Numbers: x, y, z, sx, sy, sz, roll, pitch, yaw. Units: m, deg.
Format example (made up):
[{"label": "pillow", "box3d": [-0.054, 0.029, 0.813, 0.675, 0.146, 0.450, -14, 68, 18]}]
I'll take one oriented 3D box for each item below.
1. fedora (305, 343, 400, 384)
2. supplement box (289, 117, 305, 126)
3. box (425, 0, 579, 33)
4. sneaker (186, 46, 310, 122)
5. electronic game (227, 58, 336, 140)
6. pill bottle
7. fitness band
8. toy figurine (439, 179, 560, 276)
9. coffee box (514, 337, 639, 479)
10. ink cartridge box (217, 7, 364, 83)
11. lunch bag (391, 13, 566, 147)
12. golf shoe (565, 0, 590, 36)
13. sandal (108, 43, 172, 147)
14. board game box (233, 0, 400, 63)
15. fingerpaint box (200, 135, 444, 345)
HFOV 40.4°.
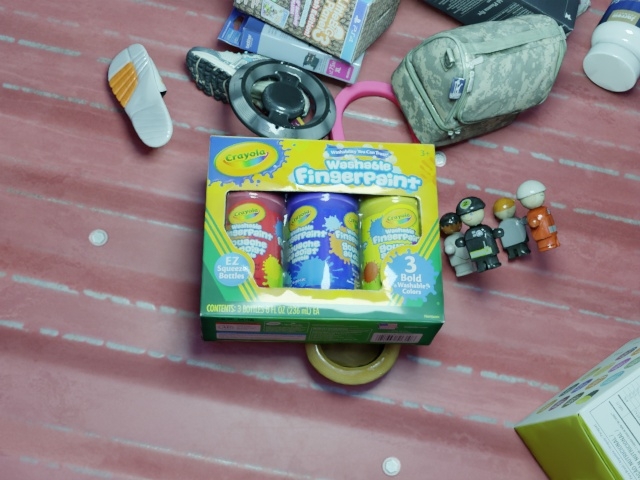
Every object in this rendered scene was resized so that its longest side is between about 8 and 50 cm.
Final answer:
[{"label": "fedora", "box3d": [0.060, 0.201, 1.731, 0.194, 0.079, 0.194, 3, 72, -9]}, {"label": "supplement box", "box3d": [-0.069, -0.216, 1.855, 0.083, 0.055, 0.043, -34, 78, -16]}, {"label": "box", "box3d": [0.419, -0.642, 1.933, 0.312, 0.179, 0.343, 24, 71, -19]}, {"label": "sneaker", "box3d": [-0.149, -0.354, 1.875, 0.282, 0.110, 0.122, 23, 60, -7]}, {"label": "electronic game", "box3d": [-0.076, -0.283, 1.770, 0.229, 0.048, 0.229, 11, 52, -15]}, {"label": "pill bottle", "box3d": [0.710, -0.476, 1.975, 0.153, 0.153, 0.265, 32, 72, 3]}, {"label": "fitness band", "box3d": [0.128, -0.212, 1.878, 0.208, 0.054, 0.291, -9, 73, -9]}, {"label": "toy figurine", "box3d": [0.354, -0.025, 1.766, 0.213, 0.209, 0.148, -18, 88, -11]}, {"label": "coffee box", "box3d": [0.628, 0.385, 1.608, 0.334, 0.338, 0.338, -31, 80, -14]}, {"label": "ink cartridge box", "box3d": [-0.050, -0.455, 1.891, 0.311, 0.065, 0.186, 16, 45, 0]}, {"label": "lunch bag", "box3d": [0.331, -0.350, 1.808, 0.305, 0.256, 0.213, -18, 77, -27]}, {"label": "golf shoe", "box3d": [0.591, -0.552, 2.029, 0.085, 0.067, 0.186, 15, 72, -4]}, {"label": "sandal", "box3d": [-0.367, -0.291, 1.830, 0.102, 0.076, 0.265, -28, 66, 10]}, {"label": "board game box", "box3d": [0.004, -0.536, 1.840, 0.291, 0.141, 0.232, 28, 43, 10]}, {"label": "fingerpaint box", "box3d": [0.000, 0.000, 1.672, 0.444, 0.163, 0.371, 3, 66, -4]}]
